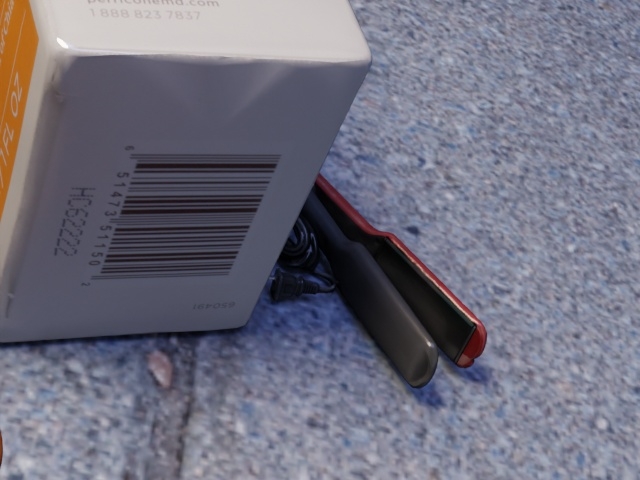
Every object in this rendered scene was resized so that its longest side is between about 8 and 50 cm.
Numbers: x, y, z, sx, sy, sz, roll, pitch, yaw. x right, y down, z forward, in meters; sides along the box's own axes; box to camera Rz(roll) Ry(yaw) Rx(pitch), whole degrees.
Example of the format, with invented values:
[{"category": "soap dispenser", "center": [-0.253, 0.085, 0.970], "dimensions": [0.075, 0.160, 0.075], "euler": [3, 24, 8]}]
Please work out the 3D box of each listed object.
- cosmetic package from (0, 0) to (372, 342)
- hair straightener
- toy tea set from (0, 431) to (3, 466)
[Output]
[{"category": "cosmetic package", "center": [-0.142, -0.189, 0.769], "dimensions": [0.161, 0.230, 0.453], "euler": [-2, 51, -25]}, {"category": "hair straightener", "center": [0.000, 0.000, 0.795], "dimensions": [0.089, 0.047, 0.230], "euler": [-21, 62, -37]}, {"category": "toy tea set", "center": [-0.249, 0.039, 0.574], "dimensions": [0.200, 0.124, 0.336], "euler": [-16, 40, -3]}]
